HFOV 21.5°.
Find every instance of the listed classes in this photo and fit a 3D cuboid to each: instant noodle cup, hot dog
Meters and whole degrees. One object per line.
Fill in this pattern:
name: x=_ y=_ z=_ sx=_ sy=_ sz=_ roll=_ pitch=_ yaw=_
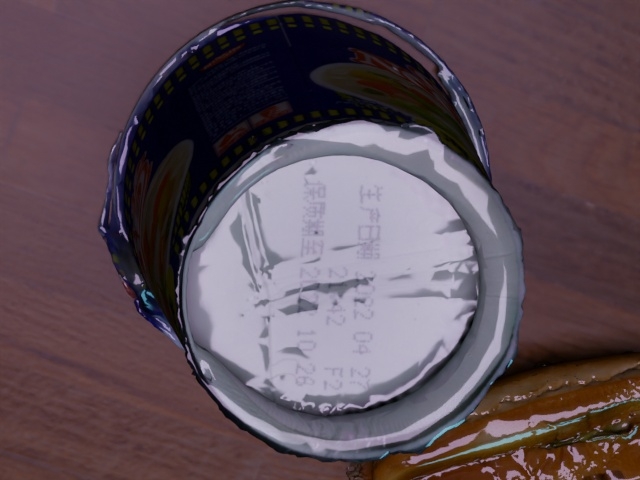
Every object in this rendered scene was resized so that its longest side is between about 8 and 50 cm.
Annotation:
instant noodle cup: x=0.000 y=0.000 z=1.054 sx=0.284 sy=0.312 sz=0.284 roll=-1 pitch=102 yaw=-6
hot dog: x=0.152 y=0.147 z=1.228 sx=0.269 sy=0.072 sz=0.109 roll=-11 pitch=101 yaw=-6
